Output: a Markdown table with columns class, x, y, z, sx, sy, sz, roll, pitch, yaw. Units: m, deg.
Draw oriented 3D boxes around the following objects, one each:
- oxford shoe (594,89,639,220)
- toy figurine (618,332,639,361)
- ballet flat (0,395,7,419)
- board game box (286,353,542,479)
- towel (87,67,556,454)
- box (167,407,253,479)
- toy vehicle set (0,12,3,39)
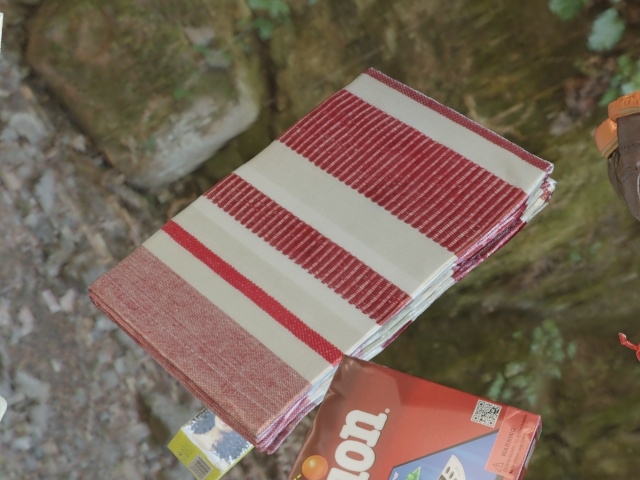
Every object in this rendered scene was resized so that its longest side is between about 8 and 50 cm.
| class | x | y | z | sx | sy | sz | roll | pitch | yaw |
| --- | --- | --- | --- | --- | --- | --- | --- | --- | --- |
| oxford shoe | 0.379 | -0.093 | 1.314 | 0.363 | 0.130 | 0.133 | 29 | 47 | -81 |
| toy figurine | 0.547 | 0.084 | 1.381 | 0.217 | 0.362 | 0.191 | -39 | 95 | -38 |
| ballet flat | -0.472 | 0.304 | 1.592 | 0.086 | 0.086 | 0.248 | 37 | 66 | -48 |
| board game box | 0.026 | 0.217 | 0.779 | 0.281 | 0.145 | 0.027 | -65 | 156 | -24 |
| towel | 0.000 | 0.000 | 1.001 | 0.237 | 0.329 | 0.037 | 35 | -23 | 38 |
| box | -0.101 | 0.240 | 1.712 | 0.087 | 0.058 | 0.232 | 45 | 46 | 6 |
| toy vehicle set | -0.505 | -0.188 | 1.782 | 0.035 | 0.166 | 0.267 | 5 | 90 | -26 |
